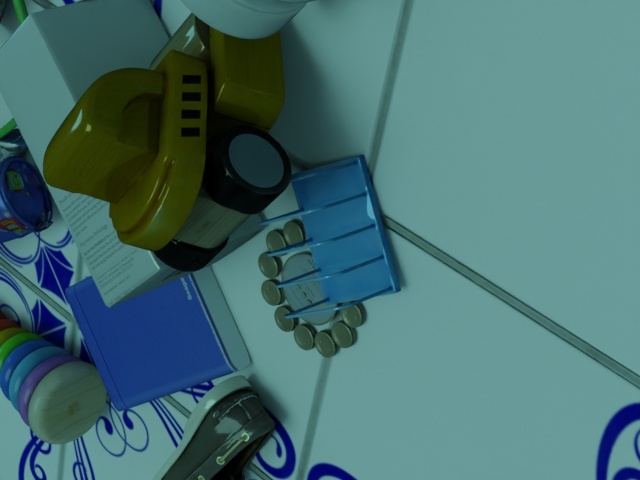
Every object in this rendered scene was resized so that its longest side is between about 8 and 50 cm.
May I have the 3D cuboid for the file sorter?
[{"bbox_3d":[0.000,0.000,1.599,0.118,0.104,0.170,-13,95,44],"label":"file sorter"}]

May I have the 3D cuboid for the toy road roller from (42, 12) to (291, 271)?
[{"bbox_3d":[-0.184,-0.144,1.554,0.202,0.241,0.329,-41,42,45],"label":"toy road roller"}]

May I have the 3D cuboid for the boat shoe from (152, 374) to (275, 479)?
[{"bbox_3d":[-0.158,0.332,1.913,0.097,0.116,0.324,47,129,24],"label":"boat shoe"}]

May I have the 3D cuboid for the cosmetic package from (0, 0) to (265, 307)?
[{"bbox_3d":[-0.254,-0.126,1.745,0.155,0.197,0.365,-33,81,48],"label":"cosmetic package"}]

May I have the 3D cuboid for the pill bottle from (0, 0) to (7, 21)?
[{"bbox_3d":[-0.508,-0.426,1.880,0.176,0.176,0.318,49,135,18],"label":"pill bottle"}]

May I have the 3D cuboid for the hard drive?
[{"bbox_3d":[-0.247,0.124,1.961,0.319,0.040,0.210,-24,90,48],"label":"hard drive"}]

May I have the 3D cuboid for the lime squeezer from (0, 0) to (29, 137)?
[{"bbox_3d":[-0.445,-0.224,1.965,0.110,0.059,0.310,19,126,-9],"label":"lime squeezer"}]

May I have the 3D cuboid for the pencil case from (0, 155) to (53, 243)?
[{"bbox_3d":[-0.556,-0.029,2.089,0.306,0.133,0.119,-20,64,26],"label":"pencil case"}]

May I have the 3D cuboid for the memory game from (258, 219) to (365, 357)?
[{"bbox_3d":[-0.013,0.061,1.720,0.186,0.012,0.186,20,120,39],"label":"memory game"}]

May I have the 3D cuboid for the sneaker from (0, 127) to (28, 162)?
[{"bbox_3d":[-0.484,-0.141,2.083,0.135,0.052,0.058,5,121,52],"label":"sneaker"}]

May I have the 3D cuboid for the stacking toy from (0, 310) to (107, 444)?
[{"bbox_3d":[-0.497,0.200,2.186,0.330,0.141,0.141,28,126,38],"label":"stacking toy"}]

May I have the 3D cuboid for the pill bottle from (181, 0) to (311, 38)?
[{"bbox_3d":[-0.010,-0.377,1.382,0.361,0.204,0.204,-38,79,47],"label":"pill bottle"}]
